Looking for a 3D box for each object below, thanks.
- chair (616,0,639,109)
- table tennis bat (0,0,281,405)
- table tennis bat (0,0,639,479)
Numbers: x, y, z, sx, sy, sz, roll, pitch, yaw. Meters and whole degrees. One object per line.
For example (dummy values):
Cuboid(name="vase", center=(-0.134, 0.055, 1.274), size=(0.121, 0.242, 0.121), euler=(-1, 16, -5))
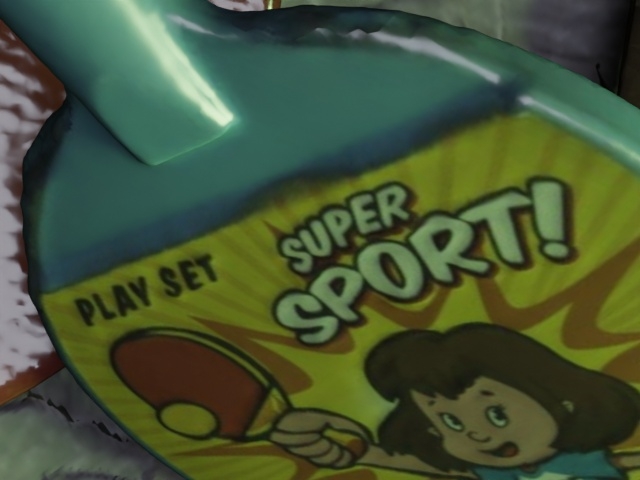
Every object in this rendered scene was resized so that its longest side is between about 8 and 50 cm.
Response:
Cuboid(name="chair", center=(0.194, -0.079, 0.555), size=(0.186, 0.319, 0.160), euler=(7, 89, 32))
Cuboid(name="table tennis bat", center=(-0.125, -0.132, 0.522), size=(0.268, 0.051, 0.414), euler=(23, 89, -13))
Cuboid(name="table tennis bat", center=(0.000, 0.000, 0.468), size=(0.329, 0.215, 0.044), euler=(48, 39, -32))
